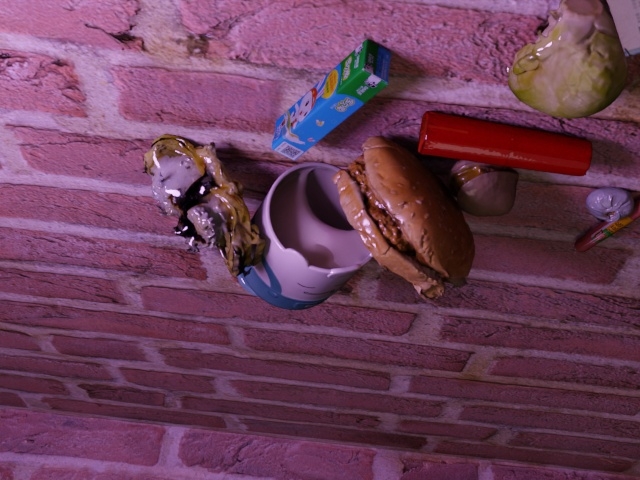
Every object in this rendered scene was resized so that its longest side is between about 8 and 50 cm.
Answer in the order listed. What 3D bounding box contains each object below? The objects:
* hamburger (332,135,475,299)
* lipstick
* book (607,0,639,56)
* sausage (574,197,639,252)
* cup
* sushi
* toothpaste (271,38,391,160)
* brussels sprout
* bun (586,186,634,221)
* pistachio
[{"bbox_3d":[0.153,-0.040,1.443,0.144,0.260,0.283,-36,143,13],"label":"hamburger"},{"bbox_3d":[0.298,-0.155,1.394,0.279,0.073,0.073,9,151,-5],"label":"lipstick"},{"bbox_3d":[0.469,-0.344,0.989,0.282,0.025,0.215,-14,121,29],"label":"book"},{"bbox_3d":[0.549,-0.028,1.610,0.029,0.029,0.223,16,149,-17],"label":"sausage"},{"bbox_3d":[0.000,0.000,1.607,0.289,0.219,0.257,-9,159,-26],"label":"cup"},{"bbox_3d":[-0.207,-0.071,1.497,0.131,0.291,0.139,-26,159,-27],"label":"sushi"},{"bbox_3d":[0.012,-0.216,1.351,0.050,0.065,0.266,25,146,-24],"label":"toothpaste"},{"bbox_3d":[0.349,-0.244,1.173,0.145,0.131,0.183,33,148,-2],"label":"brussels sprout"},{"bbox_3d":[0.520,-0.063,1.538,0.083,0.045,0.083,6,146,4],"label":"bun"},{"bbox_3d":[0.277,-0.093,1.460,0.113,0.113,0.149,-12,167,30],"label":"pistachio"}]
